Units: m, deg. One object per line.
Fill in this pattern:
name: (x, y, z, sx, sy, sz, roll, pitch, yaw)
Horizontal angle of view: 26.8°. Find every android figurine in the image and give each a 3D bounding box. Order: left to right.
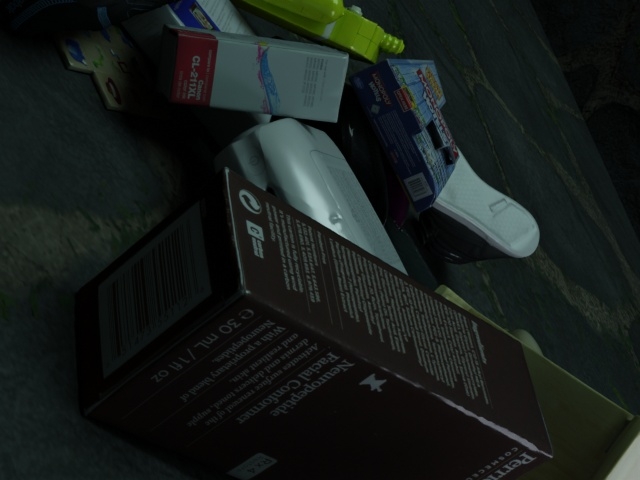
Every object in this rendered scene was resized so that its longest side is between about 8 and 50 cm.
android figurine: (-0.027, -0.287, 1.662, 0.273, 0.056, 0.248, 22, 4, -7)

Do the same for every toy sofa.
toy sofa: (0.226, 0.204, 1.399, 0.177, 0.150, 0.362, 38, -1, -37)

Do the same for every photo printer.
photo printer: (0.000, 0.000, 1.396, 0.256, 0.107, 0.307, 62, 8, 3)

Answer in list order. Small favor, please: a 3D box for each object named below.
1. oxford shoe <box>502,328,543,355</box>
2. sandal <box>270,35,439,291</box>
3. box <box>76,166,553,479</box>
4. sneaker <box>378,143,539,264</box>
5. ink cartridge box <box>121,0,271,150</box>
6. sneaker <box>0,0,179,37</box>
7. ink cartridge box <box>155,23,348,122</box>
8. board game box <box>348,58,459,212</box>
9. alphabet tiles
oxford shoe: (0.354, 0.278, 1.763, 0.397, 0.147, 0.140, 63, 22, 11)
sandal: (0.069, -0.082, 1.737, 0.445, 0.107, 0.167, 60, 20, 4)
box: (0.000, 0.115, 1.139, 0.381, 0.191, 0.143, 29, 35, -37)
sneaker: (0.157, -0.059, 1.895, 0.296, 0.147, 0.104, 38, 59, -18)
ink cartridge box: (-0.177, -0.280, 1.489, 0.371, 0.069, 0.175, 54, 22, -21)
sneaker: (-0.186, -0.283, 1.325, 0.125, 0.140, 0.341, 61, 32, 0)
ink cartridge box: (-0.073, -0.172, 1.377, 0.175, 0.072, 0.127, 6, 11, -14)
board game box: (0.125, -0.158, 1.740, 0.194, 0.060, 0.194, 63, 23, -11)
alphabet tiles: (-0.234, -0.233, 1.398, 0.237, 0.009, 0.198, 64, 21, 12)
